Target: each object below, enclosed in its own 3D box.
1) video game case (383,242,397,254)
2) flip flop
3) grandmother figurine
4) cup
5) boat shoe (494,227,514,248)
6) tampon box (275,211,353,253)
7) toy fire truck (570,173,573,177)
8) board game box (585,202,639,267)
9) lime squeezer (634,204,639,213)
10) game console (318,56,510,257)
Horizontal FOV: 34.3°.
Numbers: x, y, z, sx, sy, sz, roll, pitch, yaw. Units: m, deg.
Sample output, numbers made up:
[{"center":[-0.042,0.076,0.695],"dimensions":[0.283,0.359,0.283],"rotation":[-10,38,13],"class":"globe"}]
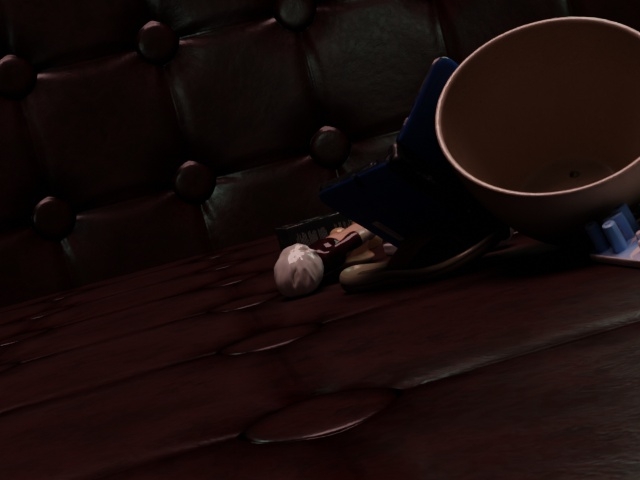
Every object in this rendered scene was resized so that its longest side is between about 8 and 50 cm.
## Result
[{"center":[0.290,-0.019,2.049],"dimensions":[0.285,0.025,0.204],"rotation":[-16,5,-19],"class":"video game case"},{"center":[0.150,0.021,1.640],"dimensions":[0.277,0.080,0.112],"rotation":[-12,5,31],"class":"flip flop"},{"center":[0.014,0.030,1.927],"dimensions":[0.208,0.104,0.342],"rotation":[-38,-4,27],"class":"grandmother figurine"},{"center":[0.355,-0.124,1.516],"dimensions":[0.331,0.331,0.237],"rotation":[-14,-40,12],"class":"cup"},{"center":[0.222,-0.035,1.857],"dimensions":[0.302,0.109,0.094],"rotation":[14,-19,41],"class":"boat shoe"},{"center":[0.000,0.000,2.248],"dimensions":[0.161,0.101,0.120],"rotation":[-16,4,-14],"class":"tampon box"},{"center":[0.489,-0.194,1.950],"dimensions":[0.302,0.254,0.169],"rotation":[-18,17,-37],"class":"toy fire truck"},{"center":[0.547,-0.084,1.216],"dimensions":[0.390,0.050,0.390],"rotation":[-30,7,-8],"class":"board game box"},{"center":[0.546,-0.115,1.720],"dimensions":[0.059,0.110,0.310],"rotation":[22,62,34],"class":"lime squeezer"},{"center":[0.182,-0.116,1.655],"dimensions":[0.250,0.173,0.293],"rotation":[-22,-39,39],"class":"game console"}]
